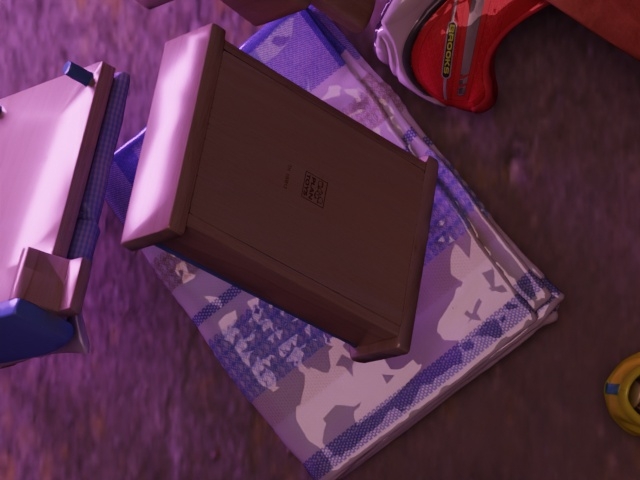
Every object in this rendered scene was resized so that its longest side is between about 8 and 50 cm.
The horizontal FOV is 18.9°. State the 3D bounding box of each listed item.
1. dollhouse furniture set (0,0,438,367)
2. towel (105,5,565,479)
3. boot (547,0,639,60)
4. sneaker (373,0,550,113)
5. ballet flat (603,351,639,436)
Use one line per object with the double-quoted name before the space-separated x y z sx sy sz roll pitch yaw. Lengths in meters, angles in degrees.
"dollhouse furniture set" -0.100 -0.044 1.277 0.303 0.198 0.286 -15 56 44
"towel" 0.000 0.000 1.299 0.209 0.034 0.285 -39 77 5
"boot" 0.232 -0.085 1.180 0.280 0.264 0.096 36 55 12
"sneaker" 0.152 -0.207 1.277 0.118 0.107 0.279 36 99 3
"ballet flat" 0.294 0.111 1.213 0.231 0.077 0.077 7 83 10
